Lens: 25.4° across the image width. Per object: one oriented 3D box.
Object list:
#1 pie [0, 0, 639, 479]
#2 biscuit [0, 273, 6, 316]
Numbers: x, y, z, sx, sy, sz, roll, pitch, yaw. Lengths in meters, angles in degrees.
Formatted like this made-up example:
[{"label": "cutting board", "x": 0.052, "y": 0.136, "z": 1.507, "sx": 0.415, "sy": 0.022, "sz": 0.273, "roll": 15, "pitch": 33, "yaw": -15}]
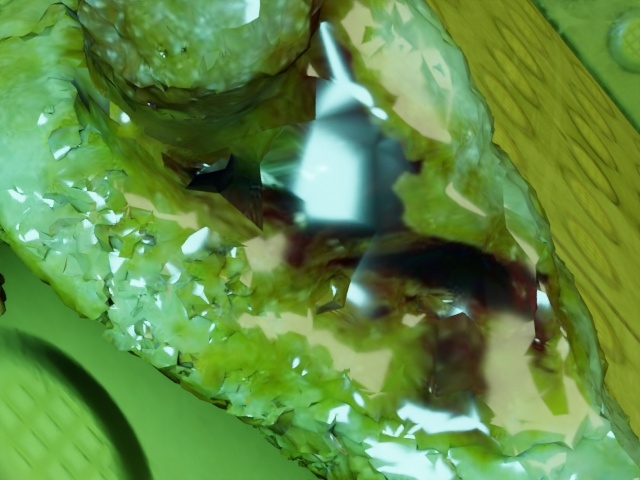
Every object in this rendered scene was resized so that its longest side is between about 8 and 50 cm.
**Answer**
[{"label": "pie", "x": 0.010, "y": 0.013, "z": 0.641, "sx": 0.418, "sy": 0.180, "sz": 0.395, "roll": 53, "pitch": 4, "yaw": -24}, {"label": "biscuit", "x": -0.163, "y": -0.059, "z": 0.525, "sx": 0.237, "sy": 0.026, "sz": 0.131, "roll": 57, "pitch": -4, "yaw": 22}]
